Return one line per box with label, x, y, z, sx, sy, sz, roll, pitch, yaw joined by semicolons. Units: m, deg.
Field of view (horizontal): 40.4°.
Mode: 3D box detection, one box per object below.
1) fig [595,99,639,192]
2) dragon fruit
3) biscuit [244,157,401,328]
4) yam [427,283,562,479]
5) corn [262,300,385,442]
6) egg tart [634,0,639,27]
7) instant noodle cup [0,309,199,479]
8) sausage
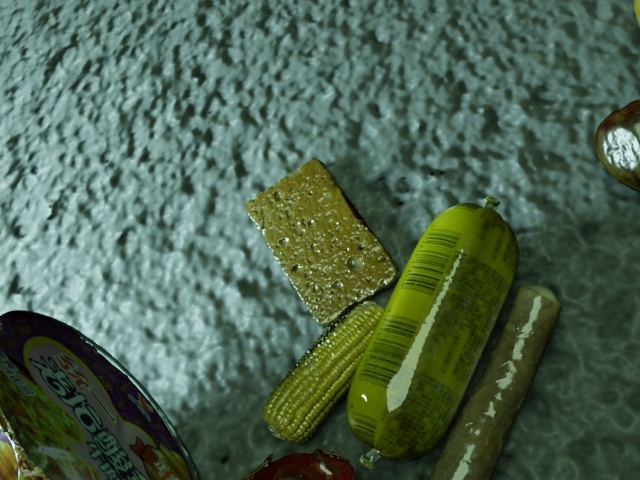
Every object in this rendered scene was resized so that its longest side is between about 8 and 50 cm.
fig;0.398;-0.093;1.026;0.103;0.109;0.154;-25;85;-19
dragon fruit;-0.051;0.335;0.942;0.125;0.125;0.246;24;80;24
biscuit;0.000;0.000;1.147;0.131;0.025;0.231;-33;59;1
yam;0.191;0.183;0.967;0.066;0.066;0.299;20;72;26
corn;0.010;0.154;1.041;0.072;0.072;0.203;36;78;30
egg tart;0.496;-0.215;1.008;0.290;0.115;0.290;9;43;-9
instant noodle cup;-0.333;0.285;0.956;0.266;0.340;0.340;-40;59;5
sausage;0.130;0.102;0.994;0.123;0.123;0.347;20;72;26
